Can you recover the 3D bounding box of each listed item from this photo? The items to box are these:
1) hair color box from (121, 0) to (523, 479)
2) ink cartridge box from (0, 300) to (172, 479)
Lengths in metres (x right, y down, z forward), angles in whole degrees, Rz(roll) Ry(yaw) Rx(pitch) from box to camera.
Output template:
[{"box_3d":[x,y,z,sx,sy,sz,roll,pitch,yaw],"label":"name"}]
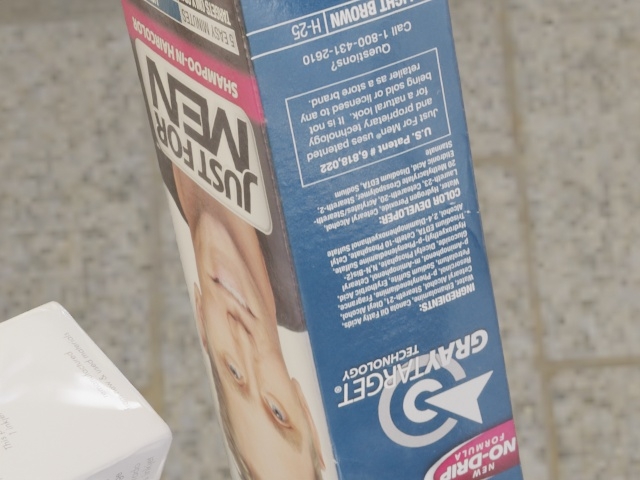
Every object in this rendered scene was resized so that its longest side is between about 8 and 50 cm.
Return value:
[{"box_3d":[0.000,0.000,0.937,0.174,0.105,0.347,37,-36,58],"label":"hair color box"},{"box_3d":[-0.266,0.192,0.993,0.119,0.353,0.207,47,-39,26],"label":"ink cartridge box"}]
